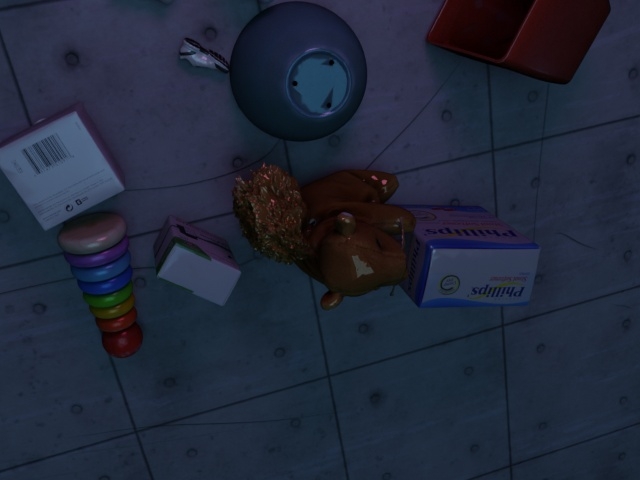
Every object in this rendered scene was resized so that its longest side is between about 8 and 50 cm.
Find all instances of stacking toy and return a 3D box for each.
[{"bbox_3d":[-0.453,0.112,1.405,0.141,0.141,0.330,-13,120,-10],"label":"stacking toy"}]

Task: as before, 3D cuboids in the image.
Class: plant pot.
[{"bbox_3d":[-0.027,-0.328,1.307,0.290,0.195,0.290,-5,111,-13],"label":"plant pot"},{"bbox_3d":[0.435,-0.472,1.359,0.236,0.267,0.267,18,105,-34],"label":"plant pot"}]

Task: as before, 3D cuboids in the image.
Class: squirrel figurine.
[{"bbox_3d":[0.000,0.000,1.322,0.397,0.370,0.280,14,107,-5],"label":"squirrel figurine"}]

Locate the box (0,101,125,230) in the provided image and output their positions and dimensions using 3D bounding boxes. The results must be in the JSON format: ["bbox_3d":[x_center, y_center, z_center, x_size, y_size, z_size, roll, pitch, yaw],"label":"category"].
[{"bbox_3d":[-0.511,-0.148,1.284,0.181,0.119,0.181,-28,116,-4],"label":"box"}]

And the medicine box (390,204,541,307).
[{"bbox_3d":[0.303,0.030,1.482,0.264,0.289,0.149,0,110,-15],"label":"medicine box"}]

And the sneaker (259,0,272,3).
[{"bbox_3d":[-0.092,-0.645,1.197,0.210,0.137,0.365,-20,111,-4],"label":"sneaker"}]

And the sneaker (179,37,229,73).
[{"bbox_3d":[-0.237,-0.369,1.324,0.109,0.040,0.043,27,118,-19],"label":"sneaker"}]

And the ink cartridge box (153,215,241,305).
[{"bbox_3d":[-0.267,0.038,1.376,0.153,0.208,0.086,26,99,-23],"label":"ink cartridge box"}]

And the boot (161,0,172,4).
[{"bbox_3d":[-0.283,-0.577,1.208,0.123,0.095,0.258,18,113,-28],"label":"boot"}]
